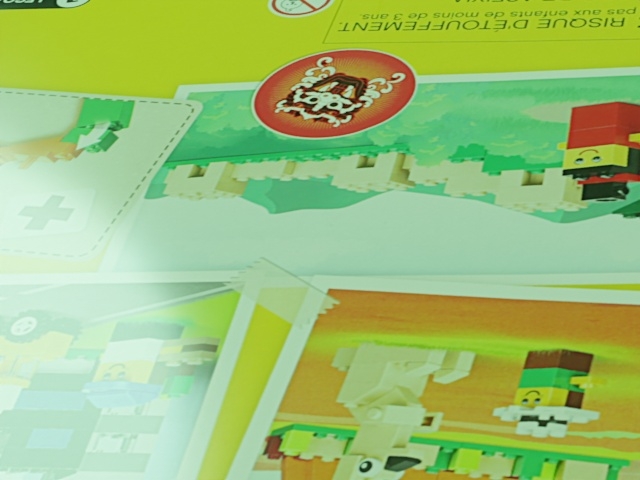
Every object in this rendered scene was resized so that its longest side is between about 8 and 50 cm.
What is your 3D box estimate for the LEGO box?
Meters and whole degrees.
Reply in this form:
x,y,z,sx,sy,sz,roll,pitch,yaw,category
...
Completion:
x,y,z,sx,sy,sz,roll,pitch,yaw,category
0.020,0.093,0.523,0.500,0.193,0.372,1,38,17,LEGO box
